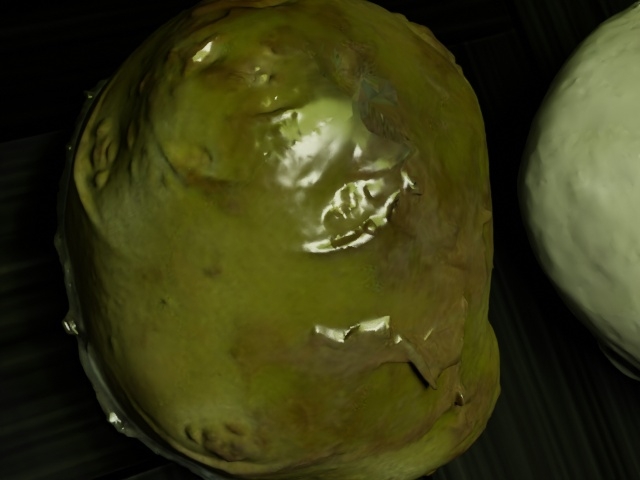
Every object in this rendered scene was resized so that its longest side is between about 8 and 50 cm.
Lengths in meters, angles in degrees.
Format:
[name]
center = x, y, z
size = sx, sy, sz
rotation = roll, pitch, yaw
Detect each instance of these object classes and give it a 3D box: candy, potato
[candy]
center = 0.272, -0.031, 1.083
size = 0.295, 0.185, 0.295
rotation = 6, 76, -27
[potato]
center = 0.000, 0.000, 0.907
size = 0.246, 0.196, 0.299
rotation = -27, 90, -33
